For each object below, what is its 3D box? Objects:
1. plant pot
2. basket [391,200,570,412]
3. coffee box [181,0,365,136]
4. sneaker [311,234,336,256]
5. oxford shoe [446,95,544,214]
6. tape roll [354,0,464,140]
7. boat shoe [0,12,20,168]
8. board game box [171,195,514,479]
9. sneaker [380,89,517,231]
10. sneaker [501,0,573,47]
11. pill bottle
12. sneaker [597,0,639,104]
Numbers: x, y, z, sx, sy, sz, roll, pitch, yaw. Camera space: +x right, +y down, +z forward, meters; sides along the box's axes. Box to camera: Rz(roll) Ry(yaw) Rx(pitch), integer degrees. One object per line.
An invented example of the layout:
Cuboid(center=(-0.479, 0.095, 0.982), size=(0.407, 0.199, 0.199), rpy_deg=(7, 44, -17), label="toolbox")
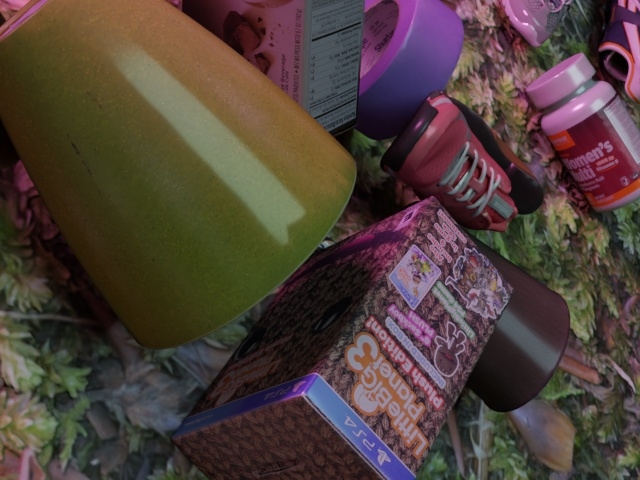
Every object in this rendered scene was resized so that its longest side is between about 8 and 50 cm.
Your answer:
Cuboid(center=(-0.161, -0.099, 0.977), size=(0.293, 0.275, 0.275), rpy_deg=(51, 48, -24), label="plant pot")
Cuboid(center=(0.167, 0.069, 1.298), size=(0.227, 0.154, 0.204), rpy_deg=(37, 28, -17), label="basket")
Cuboid(center=(-0.049, -0.263, 1.134), size=(0.119, 0.168, 0.297), rpy_deg=(-33, 134, -49), label="coffee box")
Cuboid(center=(0.000, 0.000, 1.259), size=(0.109, 0.040, 0.044), rpy_deg=(37, 51, -23), label="sneaker")
Cuboid(center=(0.222, -0.124, 1.489), size=(0.212, 0.076, 0.076), rpy_deg=(44, 20, -15), label="oxford shoe")
Cuboid(center=(0.082, -0.223, 1.315), size=(0.080, 0.189, 0.189), rpy_deg=(30, 56, -27), label="tape roll")
Cuboid(center=(-0.368, -0.198, 0.996), size=(0.109, 0.098, 0.302), rpy_deg=(-31, 97, -59), label="boat shoe")
Cuboid(center=(0.027, 0.126, 1.101), size=(0.141, 0.232, 0.291), rpy_deg=(48, 49, -14), label="board game box")
Cuboid(center=(0.174, -0.082, 1.277), size=(0.136, 0.116, 0.314), rpy_deg=(38, 4, 20), label="sneaker")
Cuboid(center=(0.370, -0.418, 1.682), size=(0.105, 0.115, 0.281), rpy_deg=(41, 51, -20), label="sneaker")
Cuboid(center=(0.409, -0.162, 1.610), size=(0.221, 0.121, 0.121), rpy_deg=(55, 48, -8), label="pill bottle")
Cuboid(center=(0.521, -0.348, 1.789), size=(0.126, 0.127, 0.321), rpy_deg=(40, 27, -28), label="sneaker")
